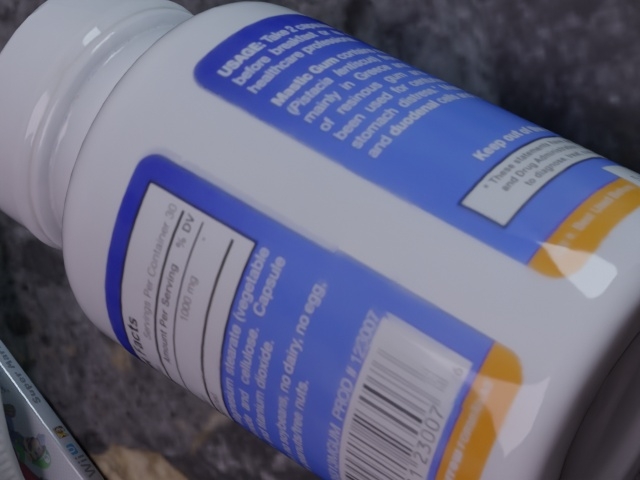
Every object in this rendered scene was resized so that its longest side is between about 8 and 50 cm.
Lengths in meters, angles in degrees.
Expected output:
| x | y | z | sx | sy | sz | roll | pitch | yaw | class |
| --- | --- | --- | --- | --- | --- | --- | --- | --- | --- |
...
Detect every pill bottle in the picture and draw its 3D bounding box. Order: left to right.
| x | y | z | sx | sy | sz | roll | pitch | yaw | class |
| --- | --- | --- | --- | --- | --- | --- | --- | --- | --- |
| 0.000 | 0.000 | 0.563 | 0.272 | 0.152 | 0.152 | 30 | 116 | 27 | pill bottle |

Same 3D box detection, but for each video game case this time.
| x | y | z | sx | sy | sz | roll | pitch | yaw | class |
| --- | --- | --- | --- | --- | --- | --- | --- | --- | --- |
| -0.192 | 0.108 | 0.802 | 0.166 | 0.015 | 0.119 | 50 | 122 | 15 | video game case |

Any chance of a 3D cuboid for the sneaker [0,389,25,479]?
| x | y | z | sx | sy | sz | roll | pitch | yaw | class |
| --- | --- | --- | --- | --- | --- | --- | --- | --- | --- |
| -0.281 | 0.102 | 0.771 | 0.236 | 0.130 | 0.323 | -12 | 99 | 32 | sneaker |
